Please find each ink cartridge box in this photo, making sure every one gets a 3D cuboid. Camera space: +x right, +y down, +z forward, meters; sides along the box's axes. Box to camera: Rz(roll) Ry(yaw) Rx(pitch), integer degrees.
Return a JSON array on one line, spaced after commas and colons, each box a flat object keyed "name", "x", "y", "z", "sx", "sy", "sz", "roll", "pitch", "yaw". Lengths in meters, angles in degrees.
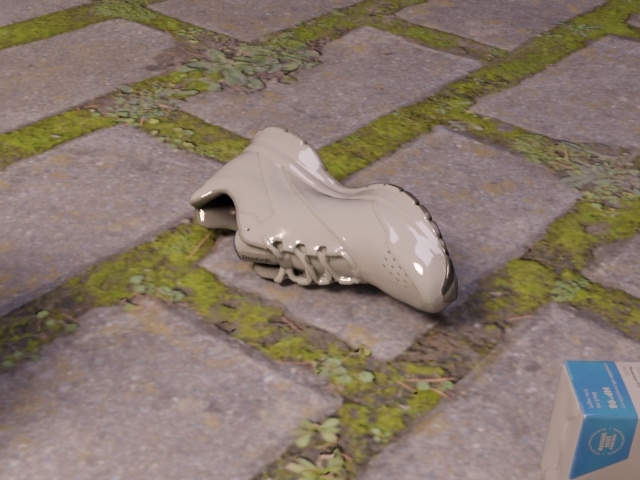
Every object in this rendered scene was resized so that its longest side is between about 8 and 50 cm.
[{"name": "ink cartridge box", "x": 0.253, "y": 0.142, "z": 0.710, "sx": 0.180, "sy": 0.104, "sz": 0.060, "roll": 1, "pitch": 31, "yaw": -3}]

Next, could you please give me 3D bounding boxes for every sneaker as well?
[{"name": "sneaker", "x": 0.000, "y": 0.000, "z": 0.947, "sx": 0.129, "sy": 0.111, "sz": 0.297, "roll": -36, "pitch": 43, "yaw": -26}]
